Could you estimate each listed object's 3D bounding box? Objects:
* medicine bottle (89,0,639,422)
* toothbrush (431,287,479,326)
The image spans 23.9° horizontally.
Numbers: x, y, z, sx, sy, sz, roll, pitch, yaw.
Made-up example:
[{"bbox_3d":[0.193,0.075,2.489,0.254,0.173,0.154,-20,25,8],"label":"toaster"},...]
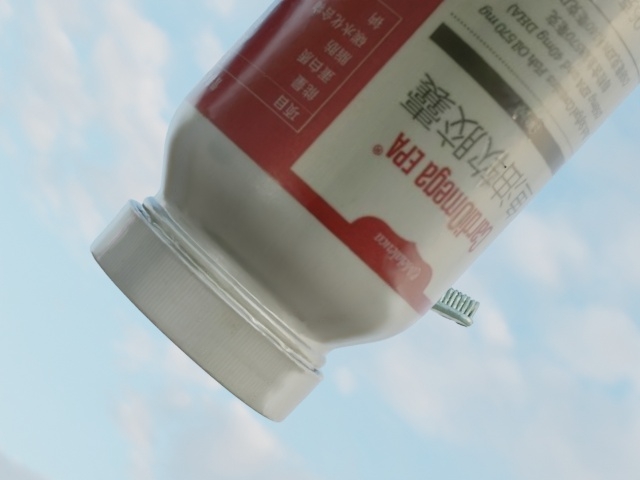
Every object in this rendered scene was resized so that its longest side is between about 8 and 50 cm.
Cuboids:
[{"bbox_3d":[0.031,-0.053,0.607,0.131,0.250,0.131,42,0,0],"label":"medicine bottle"},{"bbox_3d":[0.000,0.000,0.960,0.219,0.019,0.016,25,-15,11],"label":"toothbrush"}]
